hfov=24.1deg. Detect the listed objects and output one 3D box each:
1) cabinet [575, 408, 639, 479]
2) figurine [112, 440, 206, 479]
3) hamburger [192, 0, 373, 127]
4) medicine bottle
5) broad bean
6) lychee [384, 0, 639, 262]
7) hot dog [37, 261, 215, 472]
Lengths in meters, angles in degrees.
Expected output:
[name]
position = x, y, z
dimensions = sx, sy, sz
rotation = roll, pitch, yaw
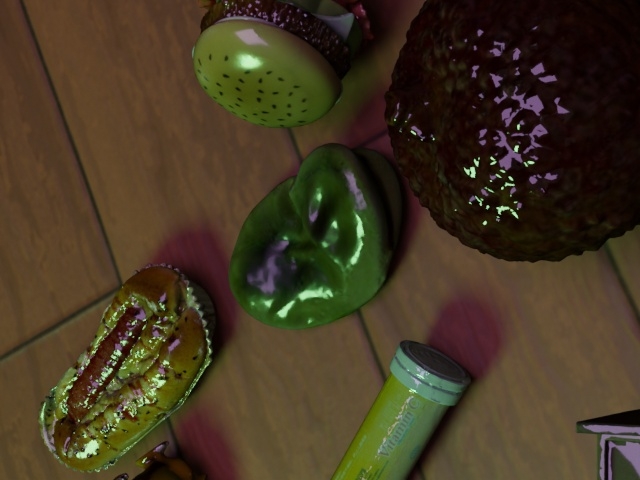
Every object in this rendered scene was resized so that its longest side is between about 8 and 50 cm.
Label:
[cabinet]
position = 0.300, 0.220, 1.145
dimensions = 0.148, 0.215, 0.174
rotation = -1, 87, 31
[figurine]
position = -0.141, 0.300, 1.482
dimensions = 0.176, 0.121, 0.122
rotation = 40, 126, 13
[hamburger]
position = -0.044, -0.180, 1.392
dimensions = 0.175, 0.175, 0.137
rotation = 2, 62, 31
[medicine bottle]
position = 0.055, 0.200, 1.380
dimensions = 0.074, 0.074, 0.218
rotation = 36, 107, 27
[broad bean]
position = -0.002, 0.000, 1.432
dimensions = 0.153, 0.072, 0.206
rotation = 53, 124, 25
[lychee]
position = 0.179, -0.106, 1.228
dimensions = 0.261, 0.261, 0.260
rotation = -2, 86, 31
[hot dog]
position = -0.198, 0.136, 1.532
dimensions = 0.131, 0.069, 0.252
rotation = 48, 112, 23
